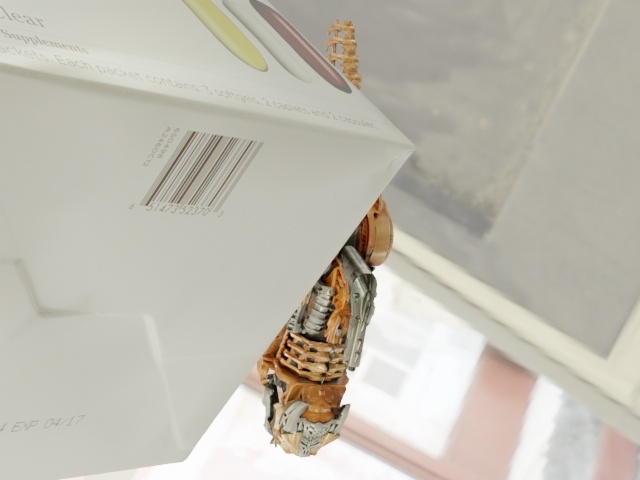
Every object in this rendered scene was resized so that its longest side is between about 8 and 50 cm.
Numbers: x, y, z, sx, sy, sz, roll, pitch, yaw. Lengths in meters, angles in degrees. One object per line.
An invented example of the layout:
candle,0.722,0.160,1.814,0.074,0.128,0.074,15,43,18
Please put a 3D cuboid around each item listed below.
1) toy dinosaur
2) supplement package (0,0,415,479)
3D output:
toy dinosaur,0.000,0.000,1.083,0.321,0.164,0.218,-62,27,-4
supplement package,-0.128,-0.018,0.551,0.262,0.145,0.204,4,-52,-56
